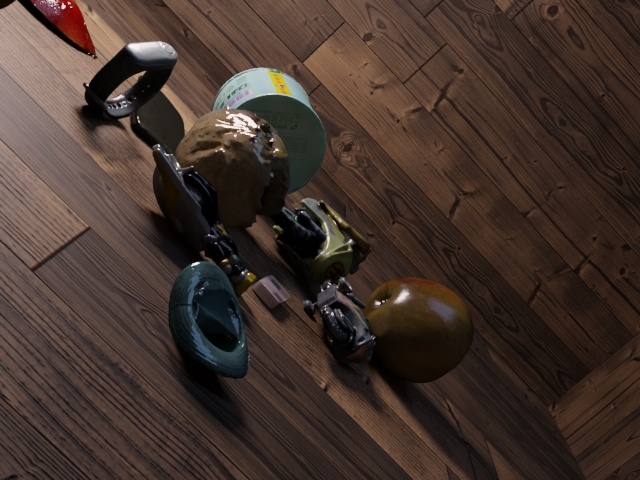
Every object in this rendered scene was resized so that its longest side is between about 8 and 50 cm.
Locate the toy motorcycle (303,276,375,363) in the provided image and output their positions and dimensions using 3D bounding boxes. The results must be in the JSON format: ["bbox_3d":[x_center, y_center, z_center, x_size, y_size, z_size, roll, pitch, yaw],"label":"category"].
[{"bbox_3d":[0.052,0.181,1.923,0.173,0.108,0.307,55,8,-8],"label":"toy motorcycle"}]

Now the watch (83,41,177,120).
[{"bbox_3d":[-0.387,-0.316,1.760,0.068,0.193,0.206,49,30,4],"label":"watch"}]

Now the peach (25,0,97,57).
[{"bbox_3d":[-0.602,-0.536,2.013,0.279,0.068,0.189,42,14,-30],"label":"peach"}]

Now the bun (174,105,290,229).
[{"bbox_3d":[-0.178,-0.174,1.917,0.282,0.205,0.281,36,20,-15],"label":"bun"}]

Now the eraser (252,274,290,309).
[{"bbox_3d":[-0.099,0.105,1.779,0.065,0.026,0.105,51,10,2],"label":"eraser"}]

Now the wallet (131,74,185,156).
[{"bbox_3d":[-0.372,-0.268,2.013,0.168,0.052,0.245,47,16,-31],"label":"wallet"}]

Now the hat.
[{"bbox_3d":[-0.171,0.129,1.290,0.138,0.078,0.190,27,40,-41],"label":"hat"}]

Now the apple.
[{"bbox_3d":[0.229,0.206,2.110,0.234,0.257,0.257,46,10,-17],"label":"apple"}]

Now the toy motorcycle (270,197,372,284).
[{"bbox_3d":[0.000,0.000,2.178,0.237,0.169,0.410,50,11,7],"label":"toy motorcycle"}]

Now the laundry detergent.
[{"bbox_3d":[-0.150,-0.304,2.365,0.287,0.287,0.305,43,12,-26],"label":"laundry detergent"}]

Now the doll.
[{"bbox_3d":[-0.221,-0.040,1.618,0.316,0.103,0.145,55,26,-2],"label":"doll"}]

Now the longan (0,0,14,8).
[{"bbox_3d":[-0.617,-0.497,1.553,0.185,0.159,0.204,29,14,-39],"label":"longan"}]
